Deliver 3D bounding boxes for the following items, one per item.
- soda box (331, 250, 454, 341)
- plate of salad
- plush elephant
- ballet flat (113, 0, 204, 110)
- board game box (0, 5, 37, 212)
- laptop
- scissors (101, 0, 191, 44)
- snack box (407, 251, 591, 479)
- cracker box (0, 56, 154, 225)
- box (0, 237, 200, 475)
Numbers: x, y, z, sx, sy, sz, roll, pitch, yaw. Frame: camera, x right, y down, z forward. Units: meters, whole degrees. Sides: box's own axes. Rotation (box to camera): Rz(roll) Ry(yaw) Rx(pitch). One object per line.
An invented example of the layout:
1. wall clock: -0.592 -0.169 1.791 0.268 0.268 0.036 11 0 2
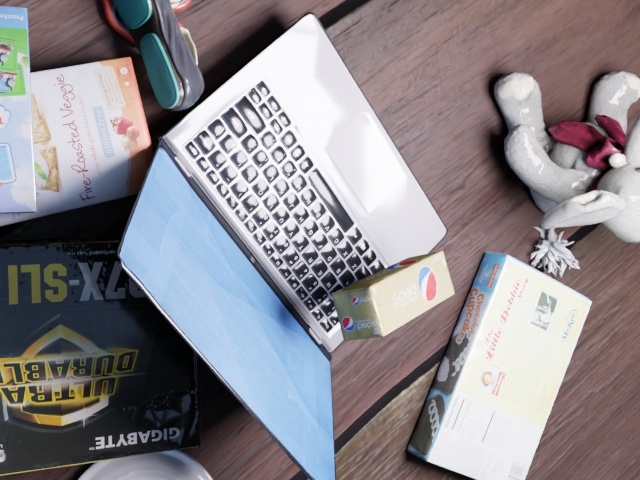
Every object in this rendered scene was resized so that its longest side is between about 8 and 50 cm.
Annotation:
1. soda box: 0.092 0.065 0.966 0.181 0.058 0.061 -20 96 -52
2. plate of salad: -0.221 0.351 0.979 0.200 0.048 0.200 1 86 -18
3. plush elephant: 0.417 -0.098 1.129 0.272 0.255 0.330 2 93 -26
4. ballet flat: -0.188 -0.251 0.921 0.074 0.074 0.203 -25 99 -22
5. board game box: -0.375 -0.131 0.797 0.160 0.039 0.211 -3 93 -25
6. laptop: 0.000 0.000 0.930 0.408 0.236 0.382 -44 118 -16
7. scissors: -0.280 -0.318 0.910 0.297 0.021 0.109 23 86 -27
8. snack box: 0.274 0.200 1.194 0.187 0.060 0.322 26 83 -25
9. cracker box: -0.312 -0.107 0.887 0.232 0.067 0.156 -16 100 -23
10. box: -0.301 0.127 0.906 0.322 0.079 0.257 -1 93 -25
